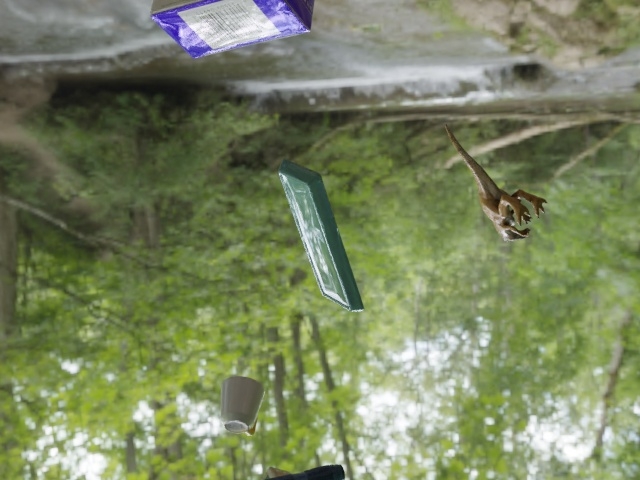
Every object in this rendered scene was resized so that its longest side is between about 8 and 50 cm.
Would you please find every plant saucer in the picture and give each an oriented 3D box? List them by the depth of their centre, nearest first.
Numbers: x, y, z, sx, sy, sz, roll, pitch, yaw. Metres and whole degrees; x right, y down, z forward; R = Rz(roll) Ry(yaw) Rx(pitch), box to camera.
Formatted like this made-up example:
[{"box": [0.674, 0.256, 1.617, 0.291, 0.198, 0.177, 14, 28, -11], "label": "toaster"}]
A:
[{"box": [0.000, 0.000, 0.889, 0.018, 0.192, 0.067, -37, -141, -22], "label": "plant saucer"}]

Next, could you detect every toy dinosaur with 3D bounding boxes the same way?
[{"box": [0.239, -0.057, 1.105, 0.112, 0.211, 0.064, 12, -126, 48], "label": "toy dinosaur"}]

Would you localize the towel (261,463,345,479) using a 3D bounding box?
[{"box": [-0.031, 0.295, 0.947, 0.120, 0.067, 0.029, -9, -126, -13], "label": "towel"}]

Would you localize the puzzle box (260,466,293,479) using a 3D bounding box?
[{"box": [-0.103, 0.569, 1.144, 0.052, 0.408, 0.272, 28, -172, -39], "label": "puzzle box"}]

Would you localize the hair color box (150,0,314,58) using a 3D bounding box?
[{"box": [-0.094, -0.421, 1.065, 0.185, 0.338, 0.110, -5, 156, 27], "label": "hair color box"}]

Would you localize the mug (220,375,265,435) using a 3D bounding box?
[{"box": [-0.107, 0.236, 1.126, 0.062, 0.078, 0.064, -38, -150, 35], "label": "mug"}]
